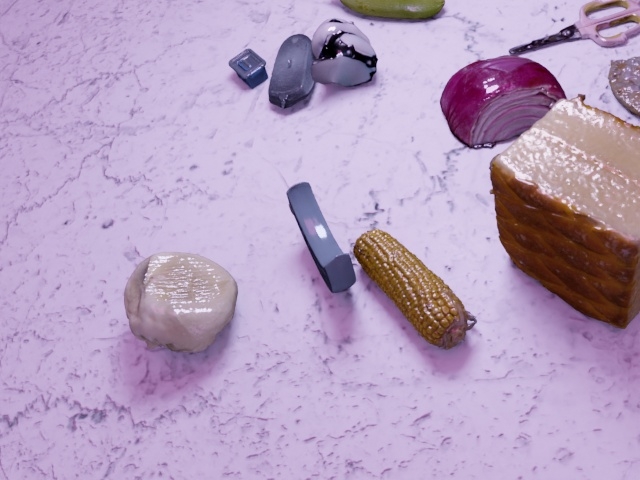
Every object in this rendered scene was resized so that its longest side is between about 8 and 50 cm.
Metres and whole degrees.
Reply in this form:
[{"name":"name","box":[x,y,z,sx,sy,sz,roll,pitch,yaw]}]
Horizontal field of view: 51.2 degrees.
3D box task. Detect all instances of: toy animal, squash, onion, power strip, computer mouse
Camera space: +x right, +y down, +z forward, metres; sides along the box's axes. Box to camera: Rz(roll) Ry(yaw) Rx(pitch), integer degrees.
[{"name":"toy animal","box":[0.044,-0.458,1.598,0.138,0.166,0.179,-42,43,35]},{"name":"squash","box":[0.154,-0.621,1.721,0.340,0.094,0.094,16,63,25]},{"name":"onion","box":[0.379,-0.334,1.428,0.250,0.111,0.248,-19,54,7]},{"name":"power strip","box":[0.000,0.000,1.281,0.054,0.168,0.253,-23,48,-7]},{"name":"computer mouse","box":[-0.063,-0.409,1.657,0.113,0.068,0.229,-2,64,26]}]

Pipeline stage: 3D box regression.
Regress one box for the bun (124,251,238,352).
[{"name":"bun","box":[-0.275,0.129,1.308,0.229,0.145,0.229,9,32,-6]}]

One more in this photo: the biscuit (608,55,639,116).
[{"name":"biscuit","box":[0.692,-0.287,1.331,0.141,0.038,0.289,-45,53,-14]}]

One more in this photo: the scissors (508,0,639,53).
[{"name":"scissors","box":[0.583,-0.475,1.510,0.317,0.024,0.160,-16,53,8]}]

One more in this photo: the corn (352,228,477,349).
[{"name":"corn","box":[0.161,0.075,1.217,0.106,0.106,0.293,-35,53,-7]}]

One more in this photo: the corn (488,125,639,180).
[{"name":"corn","box":[0.486,-0.156,1.279,0.319,0.097,0.097,-8,54,16]}]

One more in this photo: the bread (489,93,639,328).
[{"name":"bread","box":[0.443,-0.040,1.091,0.207,0.279,0.279,-44,57,-13]}]

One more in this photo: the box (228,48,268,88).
[{"name":"box","box":[-0.183,-0.441,1.727,0.074,0.054,0.099,-36,53,-10]}]
